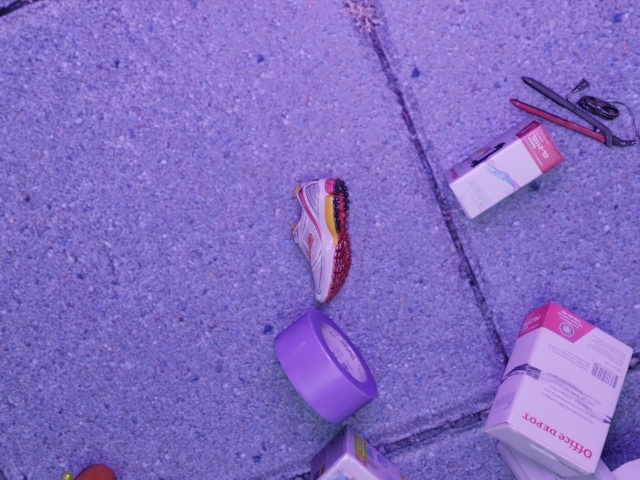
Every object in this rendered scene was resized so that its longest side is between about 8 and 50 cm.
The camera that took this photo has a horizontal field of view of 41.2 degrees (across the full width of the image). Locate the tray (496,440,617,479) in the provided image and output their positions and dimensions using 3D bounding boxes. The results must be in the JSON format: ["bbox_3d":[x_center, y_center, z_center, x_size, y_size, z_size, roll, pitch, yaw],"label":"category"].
[{"bbox_3d":[0.416,0.409,1.467,0.145,0.270,0.030,-44,132,13],"label":"tray"}]

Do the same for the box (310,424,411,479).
[{"bbox_3d":[0.088,0.459,1.560,0.203,0.114,0.103,42,101,-8],"label":"box"}]

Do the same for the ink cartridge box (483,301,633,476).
[{"bbox_3d":[0.402,0.253,1.437,0.172,0.100,0.237,30,64,-5],"label":"ink cartridge box"}]

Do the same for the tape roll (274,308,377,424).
[{"bbox_3d":[0.010,0.216,1.464,0.080,0.189,0.189,-38,99,10],"label":"tape roll"}]

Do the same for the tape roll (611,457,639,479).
[{"bbox_3d":[0.573,0.510,1.498,0.286,0.100,0.286,-10,125,-15],"label":"tape roll"}]

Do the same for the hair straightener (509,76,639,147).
[{"bbox_3d":[0.433,-0.221,1.403,0.230,0.047,0.089,23,105,-3],"label":"hair straightener"}]

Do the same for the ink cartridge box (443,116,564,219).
[{"bbox_3d":[0.295,-0.120,1.395,0.175,0.127,0.072,-33,99,10],"label":"ink cartridge box"}]

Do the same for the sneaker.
[{"bbox_3d":[0.000,0.000,1.475,0.092,0.088,0.225,4,105,23],"label":"sneaker"}]

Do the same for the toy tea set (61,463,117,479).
[{"bbox_3d":[-0.354,0.551,1.602,0.336,0.124,0.200,14,104,-1],"label":"toy tea set"}]
